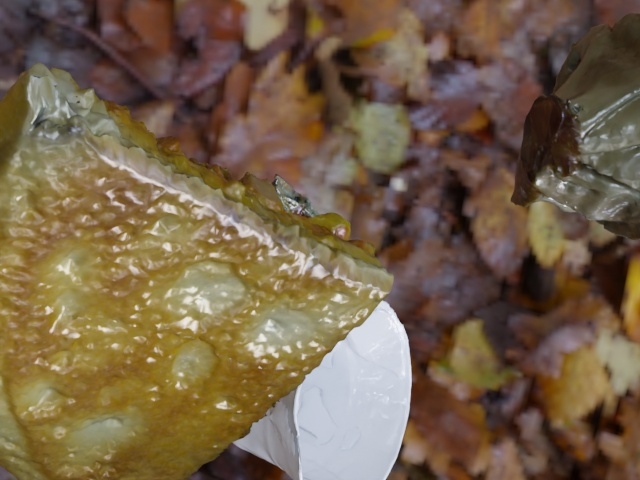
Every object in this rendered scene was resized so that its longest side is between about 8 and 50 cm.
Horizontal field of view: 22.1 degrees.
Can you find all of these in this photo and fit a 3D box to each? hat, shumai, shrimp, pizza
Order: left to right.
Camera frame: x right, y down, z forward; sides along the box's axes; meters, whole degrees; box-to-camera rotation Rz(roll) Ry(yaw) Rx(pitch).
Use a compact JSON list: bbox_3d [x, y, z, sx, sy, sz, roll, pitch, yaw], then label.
[{"bbox_3d":[-0.134,0.040,0.901,0.258,0.087,0.268,-43,137,20],"label":"pizza"},{"bbox_3d":[-0.014,0.141,1.507,0.203,0.126,0.203,-10,102,-53],"label":"hat"},{"bbox_3d":[0.000,0.000,1.448,0.041,0.099,0.180,-54,137,-10],"label":"shrimp"},{"bbox_3d":[0.235,-0.101,1.393,0.120,0.201,0.201,4,95,-36],"label":"shumai"}]
